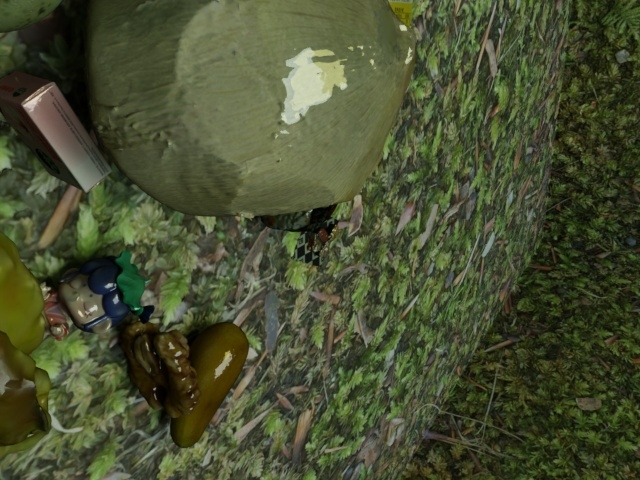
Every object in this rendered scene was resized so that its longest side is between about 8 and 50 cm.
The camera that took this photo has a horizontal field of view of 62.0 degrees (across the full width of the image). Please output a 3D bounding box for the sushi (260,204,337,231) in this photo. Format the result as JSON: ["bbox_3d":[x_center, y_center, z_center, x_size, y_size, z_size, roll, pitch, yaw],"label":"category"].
[{"bbox_3d":[-0.028,-0.119,0.965,0.126,0.136,0.225,-15,127,-49],"label":"sushi"}]

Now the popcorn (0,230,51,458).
[{"bbox_3d":[-0.408,0.099,0.444,0.325,0.290,0.321,-15,82,-21],"label":"popcorn"}]

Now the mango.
[{"bbox_3d":[-0.200,0.248,0.932,0.136,0.099,0.227,-142,-105,-89],"label":"mango"}]

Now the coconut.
[{"bbox_3d":[-0.071,-0.191,0.619,0.346,0.360,0.346,-6,97,-63],"label":"coconut"}]

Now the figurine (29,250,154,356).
[{"bbox_3d":[-0.316,0.075,0.681,0.195,0.111,0.102,-18,163,-32],"label":"figurine"}]

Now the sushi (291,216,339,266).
[{"bbox_3d":[0.000,0.000,1.167,0.126,0.026,0.120,21,90,-57],"label":"sushi"}]

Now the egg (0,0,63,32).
[{"bbox_3d":[-0.313,-0.276,0.427,0.228,0.177,0.177,36,77,-42],"label":"egg"}]

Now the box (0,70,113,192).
[{"bbox_3d":[-0.303,-0.122,0.602,0.043,0.089,0.125,-49,141,-26],"label":"box"}]

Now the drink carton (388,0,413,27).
[{"bbox_3d":[0.074,-0.455,0.904,0.111,0.154,0.351,-27,129,-47],"label":"drink carton"}]

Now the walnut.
[{"bbox_3d":[-0.240,0.196,0.825,0.069,0.143,0.170,-45,142,-48],"label":"walnut"}]
